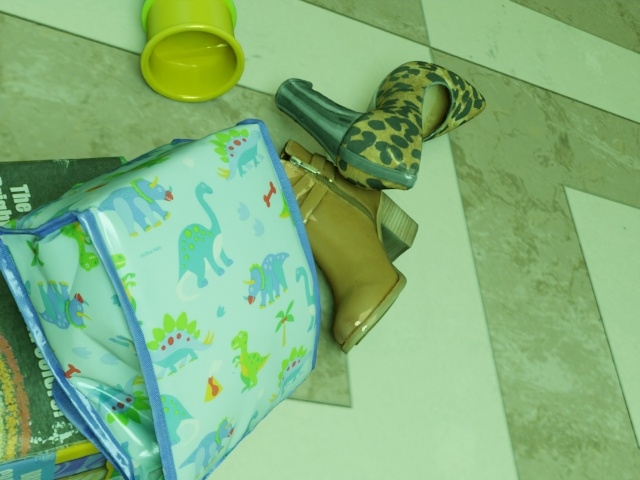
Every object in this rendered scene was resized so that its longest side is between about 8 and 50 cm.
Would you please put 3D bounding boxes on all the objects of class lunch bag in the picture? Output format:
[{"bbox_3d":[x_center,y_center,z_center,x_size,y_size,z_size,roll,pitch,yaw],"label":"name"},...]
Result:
[{"bbox_3d":[-0.067,0.034,0.426,0.129,0.096,0.151,-38,111,-45],"label":"lunch bag"}]

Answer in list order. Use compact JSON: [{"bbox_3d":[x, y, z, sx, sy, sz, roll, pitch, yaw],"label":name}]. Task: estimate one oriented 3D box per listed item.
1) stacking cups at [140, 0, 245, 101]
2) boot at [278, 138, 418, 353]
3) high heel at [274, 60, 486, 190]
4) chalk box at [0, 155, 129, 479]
[{"bbox_3d":[-0.140,-0.280,0.868,0.096,0.096,0.316,10,48,-27],"label":"stacking cups"},{"bbox_3d":[0.000,0.000,0.758,0.152,0.073,0.197,35,34,-9],"label":"boot"},{"bbox_3d":[0.107,-0.101,0.836,0.261,0.093,0.186,-7,36,-34],"label":"high heel"},{"bbox_3d":[-0.184,0.073,0.510,0.289,0.179,0.180,-6,61,-37],"label":"chalk box"}]
